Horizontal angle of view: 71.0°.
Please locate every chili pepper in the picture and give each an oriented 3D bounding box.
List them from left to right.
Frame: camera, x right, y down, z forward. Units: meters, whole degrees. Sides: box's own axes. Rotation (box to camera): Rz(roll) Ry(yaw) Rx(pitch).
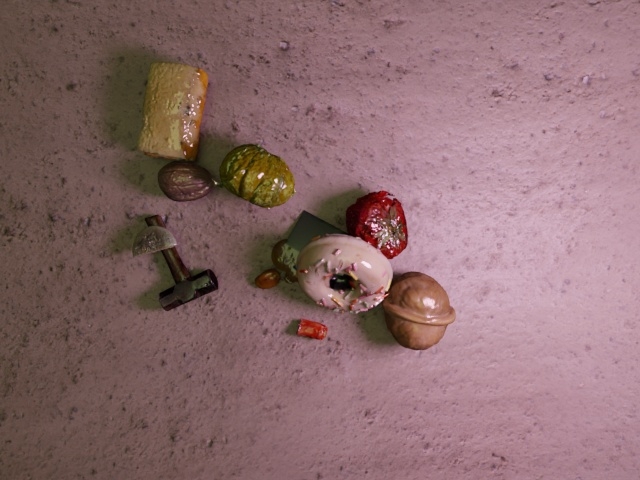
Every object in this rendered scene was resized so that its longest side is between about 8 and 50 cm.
[{"bbox_3d":[-0.034,0.372,1.858,0.123,0.073,0.070,15,134,5],"label":"chili pepper"}]

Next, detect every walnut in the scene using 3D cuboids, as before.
[{"bbox_3d":[-0.544,-0.238,1.823,0.230,0.178,0.178,3,91,2],"label":"walnut"},{"bbox_3d":[0.375,0.274,1.736,0.285,0.285,0.296,9,98,3],"label":"walnut"}]

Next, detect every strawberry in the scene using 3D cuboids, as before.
[{"bbox_3d":[0.212,-0.059,1.770,0.274,0.220,0.274,4,84,-36],"label":"strawberry"}]

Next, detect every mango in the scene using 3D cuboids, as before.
[{"bbox_3d":[-0.222,0.162,1.867,0.114,0.060,0.080,-17,106,7],"label":"mango"}]

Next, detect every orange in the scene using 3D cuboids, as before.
[{"bbox_3d":[-0.238,-0.251,1.737,0.301,0.300,0.223,29,101,20],"label":"orange"}]

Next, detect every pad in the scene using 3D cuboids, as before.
[{"bbox_3d":[0.000,0.000,1.861,0.245,0.006,0.170,28,82,2],"label":"pad"}]

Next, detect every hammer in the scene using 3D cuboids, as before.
[{"bbox_3d":[-0.617,0.073,1.887,0.242,0.095,0.409,-27,84,4],"label":"hammer"}]

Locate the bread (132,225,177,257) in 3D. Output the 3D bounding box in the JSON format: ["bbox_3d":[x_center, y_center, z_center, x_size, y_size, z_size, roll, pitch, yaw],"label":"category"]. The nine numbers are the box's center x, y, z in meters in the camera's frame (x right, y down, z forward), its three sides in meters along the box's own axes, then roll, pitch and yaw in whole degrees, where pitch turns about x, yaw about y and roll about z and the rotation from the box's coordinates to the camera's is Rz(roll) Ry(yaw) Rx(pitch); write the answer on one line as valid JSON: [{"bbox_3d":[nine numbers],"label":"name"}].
[{"bbox_3d":[-0.692,-0.007,1.843,0.193,0.036,0.112,-15,82,4],"label":"bread"}]

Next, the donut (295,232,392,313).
[{"bbox_3d":[0.081,0.141,1.711,0.383,0.382,0.142,8,47,8],"label":"donut"}]

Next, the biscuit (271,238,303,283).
[{"bbox_3d":[-0.101,0.094,1.872,0.236,0.039,0.180,39,94,4],"label":"biscuit"}]

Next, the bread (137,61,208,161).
[{"bbox_3d":[-0.590,-0.513,1.823,0.236,0.165,0.375,11,92,8],"label":"bread"}]
